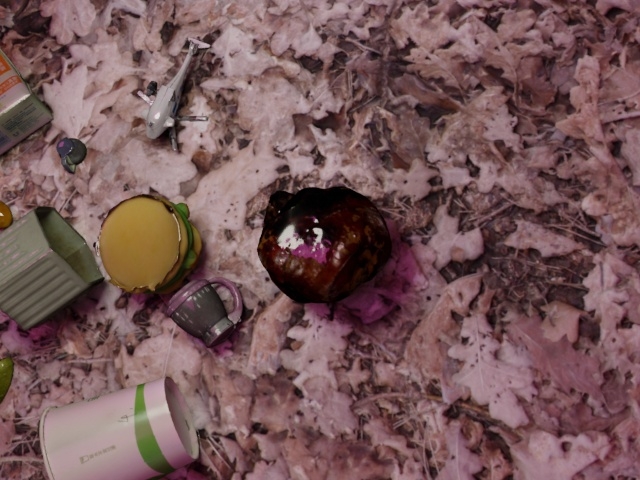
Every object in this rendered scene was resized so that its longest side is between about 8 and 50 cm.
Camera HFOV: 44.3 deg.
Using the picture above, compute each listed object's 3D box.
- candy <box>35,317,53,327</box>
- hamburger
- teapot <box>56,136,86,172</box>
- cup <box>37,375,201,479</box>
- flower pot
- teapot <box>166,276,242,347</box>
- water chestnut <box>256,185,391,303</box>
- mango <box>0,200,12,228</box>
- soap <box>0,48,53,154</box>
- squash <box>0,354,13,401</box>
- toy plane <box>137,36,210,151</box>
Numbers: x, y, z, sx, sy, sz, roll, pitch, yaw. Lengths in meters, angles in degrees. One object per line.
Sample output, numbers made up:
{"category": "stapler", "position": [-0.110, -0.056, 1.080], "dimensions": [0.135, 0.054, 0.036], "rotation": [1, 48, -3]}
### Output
{"category": "candy", "position": [-0.667, 0.192, 1.856], "dimensions": [0.083, 0.020, 0.030], "rotation": [-26, 73, 6]}
{"category": "hamburger", "position": [-0.369, 0.013, 1.766], "dimensions": [0.237, 0.149, 0.237], "rotation": [-3, 82, 19]}
{"category": "teapot", "position": [-0.610, -0.210, 1.909], "dimensions": [0.066, 0.057, 0.088], "rotation": [-2, 78, 12]}
{"category": "cup", "position": [-0.414, 0.419, 1.654], "dimensions": [0.273, 0.253, 0.253], "rotation": [-22, 75, -2]}
{"category": "flower pot", "position": [-0.631, 0.062, 1.770], "dimensions": [0.189, 0.209, 0.239], "rotation": [-36, 63, 2]}
{"category": "teapot", "position": [-0.250, 0.161, 1.745], "dimensions": [0.146, 0.148, 0.116], "rotation": [49, 127, 5]}
{"category": "water chestnut", "position": [0.000, 0.000, 1.631], "dimensions": [0.289, 0.289, 0.244], "rotation": [-29, 104, 5]}
{"category": "mango", "position": [-0.805, -0.065, 1.919], "dimensions": [0.114, 0.060, 0.080], "rotation": [24, 70, 17]}
{"category": "soap", "position": [-0.799, -0.333, 1.923], "dimensions": [0.199, 0.138, 0.182], "rotation": [-37, 72, -7]}
{"category": "squash", "position": [-0.822, 0.392, 1.848], "dimensions": [0.252, 0.169, 0.093], "rotation": [-31, 74, -31]}
{"category": "toy plane", "position": [-0.336, -0.359, 1.860], "dimensions": [0.182, 0.107, 0.273], "rotation": [38, 84, 11]}
